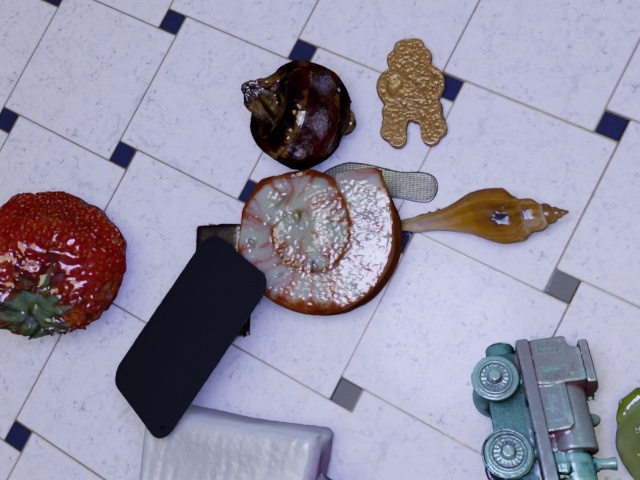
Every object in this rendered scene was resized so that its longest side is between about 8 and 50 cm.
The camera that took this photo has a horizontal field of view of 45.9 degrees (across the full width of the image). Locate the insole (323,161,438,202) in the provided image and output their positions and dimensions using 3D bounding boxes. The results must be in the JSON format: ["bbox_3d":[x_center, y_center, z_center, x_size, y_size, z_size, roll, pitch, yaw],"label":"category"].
[{"bbox_3d":[0.118,-0.120,1.573,0.253,0.005,0.086,5,81,15],"label":"insole"}]

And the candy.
[{"bbox_3d":[-0.167,0.443,1.467,0.359,0.145,0.208,6,81,16],"label":"candy"}]

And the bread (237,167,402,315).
[{"bbox_3d":[-0.003,0.003,1.516,0.328,0.114,0.295,0,84,16],"label":"bread"}]

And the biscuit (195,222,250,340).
[{"bbox_3d":[-0.204,0.089,1.581,0.106,0.070,0.252,-3,79,14],"label":"biscuit"}]

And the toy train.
[{"bbox_3d":[0.386,0.317,1.328,0.222,0.150,0.304,-8,59,9],"label":"toy train"}]

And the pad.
[{"bbox_3d":[-0.265,0.177,1.525,0.315,0.063,0.375,36,91,43],"label":"pad"}]

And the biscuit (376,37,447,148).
[{"bbox_3d":[0.188,-0.306,1.575,0.144,0.040,0.236,-2,78,7],"label":"biscuit"}]

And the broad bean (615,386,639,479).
[{"bbox_3d":[0.585,0.347,1.330,0.124,0.082,0.174,-1,78,12],"label":"broad bean"}]

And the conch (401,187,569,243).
[{"bbox_3d":[0.308,-0.045,1.466,0.330,0.093,0.109,-3,97,16],"label":"conch"}]

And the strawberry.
[{"bbox_3d":[-0.572,0.036,1.610,0.312,0.267,0.351,-1,47,-12],"label":"strawberry"}]

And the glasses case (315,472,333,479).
[{"bbox_3d":[0.055,0.503,1.383,0.071,0.205,0.047,-50,29,0],"label":"glasses case"}]

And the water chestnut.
[{"bbox_3d":[-0.054,-0.253,1.531,0.224,0.238,0.223,-31,51,48],"label":"water chestnut"}]
